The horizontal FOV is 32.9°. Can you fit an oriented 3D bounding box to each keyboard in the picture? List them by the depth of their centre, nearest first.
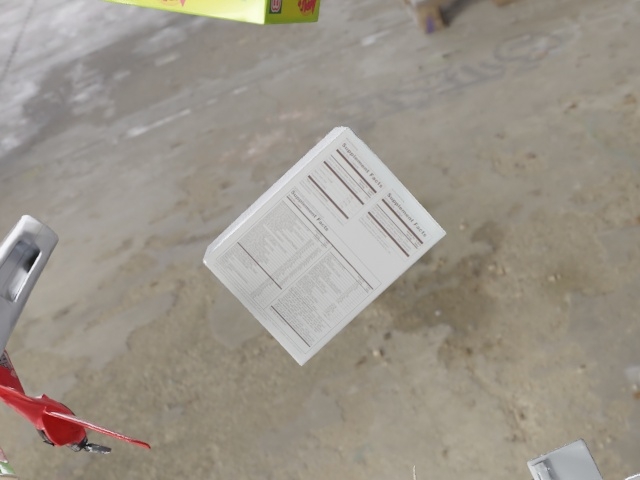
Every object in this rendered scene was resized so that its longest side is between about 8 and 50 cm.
[{"bbox_3d":[0.315,0.348,1.190,0.072,0.256,0.014,-20,-17,-14],"label":"keyboard"}]

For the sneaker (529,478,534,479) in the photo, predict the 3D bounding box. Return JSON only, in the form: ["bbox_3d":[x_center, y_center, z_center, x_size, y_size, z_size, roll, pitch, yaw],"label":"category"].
[{"bbox_3d":[0.347,0.487,1.284,0.169,0.447,0.257,-31,32,4],"label":"sneaker"}]

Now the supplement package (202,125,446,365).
[{"bbox_3d":[0.000,0.000,1.510,0.263,0.198,0.199,-43,7,1],"label":"supplement package"}]

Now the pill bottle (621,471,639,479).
[{"bbox_3d":[0.281,0.301,0.734,0.162,0.162,0.278,-19,35,5],"label":"pill bottle"}]

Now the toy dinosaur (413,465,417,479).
[{"bbox_3d":[0.101,0.345,1.331,0.053,0.092,0.183,23,12,17],"label":"toy dinosaur"}]

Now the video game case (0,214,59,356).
[{"bbox_3d":[-0.183,0.092,0.425,0.212,0.023,0.193,-51,13,4],"label":"video game case"}]

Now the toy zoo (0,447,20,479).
[{"bbox_3d":[-0.455,0.230,1.209,0.192,0.030,0.293,14,-2,-24],"label":"toy zoo"}]

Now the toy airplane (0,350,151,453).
[{"bbox_3d":[-0.186,0.109,0.711,0.151,0.151,0.028,4,56,43],"label":"toy airplane"}]

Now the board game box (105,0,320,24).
[{"bbox_3d":[-0.100,-0.194,0.807,0.181,0.043,0.092,13,16,21],"label":"board game box"}]
